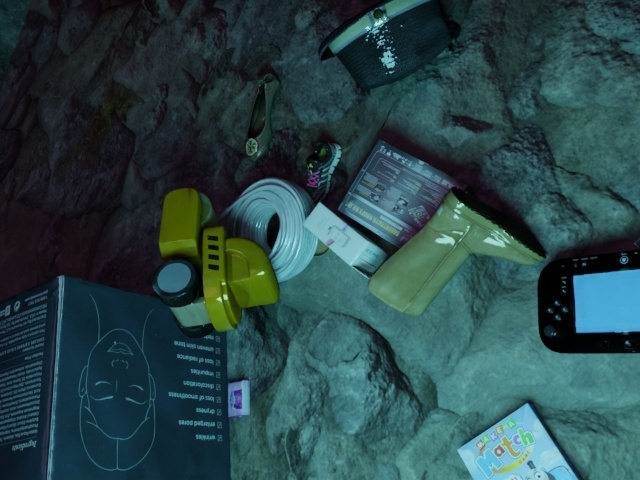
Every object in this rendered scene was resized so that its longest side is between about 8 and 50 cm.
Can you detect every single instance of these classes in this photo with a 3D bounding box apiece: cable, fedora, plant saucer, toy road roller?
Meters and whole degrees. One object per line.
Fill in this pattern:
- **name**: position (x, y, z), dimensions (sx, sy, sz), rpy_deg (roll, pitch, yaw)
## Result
- **cable**: position (-0.117, -0.021, 1.553), dimensions (0.257, 0.089, 0.257), rpy_deg (-42, 60, 28)
- **fedora**: position (0.167, -0.442, 1.453), dimensions (0.334, 0.334, 0.152), rpy_deg (-24, 97, 27)
- **plant saucer**: position (0.000, 0.000, 1.527), dimensions (0.083, 0.015, 0.083), rpy_deg (-12, 67, 32)
- **toy road roller**: position (-0.221, 0.045, 1.444), dimensions (0.240, 0.202, 0.329), rpy_deg (-9, 55, 2)

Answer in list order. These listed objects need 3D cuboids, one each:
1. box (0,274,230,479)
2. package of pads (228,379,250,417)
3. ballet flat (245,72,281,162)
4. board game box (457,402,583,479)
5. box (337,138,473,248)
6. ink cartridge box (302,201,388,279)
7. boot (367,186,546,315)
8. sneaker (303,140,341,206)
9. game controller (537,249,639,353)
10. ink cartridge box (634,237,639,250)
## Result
- **box**: position (-0.459, 0.380, 1.426), dimensions (0.297, 0.480, 0.472), rpy_deg (-21, 62, 30)
- **package of pads**: position (-0.190, 0.370, 1.522), dimensions (0.050, 0.032, 0.083), rpy_deg (-17, 65, 31)
- **ballet flat**: position (-0.161, -0.330, 1.728), dimensions (0.084, 0.058, 0.250), rpy_deg (5, 77, 37)
- **board game box**: position (0.356, 0.414, 1.117), dimensions (0.160, 0.039, 0.211), rpy_deg (-41, 54, 18)
- **box**: position (0.177, -0.084, 1.383), dimensions (0.231, 0.056, 0.183), rpy_deg (33, 95, 28)
- **ink cartridge box**: position (0.068, 0.009, 1.406), dimensions (0.198, 0.115, 0.067), rpy_deg (41, 97, 30)
- **boot**: position (0.261, 0.050, 1.268), dimensions (0.269, 0.236, 0.089), rpy_deg (-55, 5, 31)
- **sneaker**: position (-0.010, -0.164, 1.553), dimensions (0.063, 0.075, 0.170), rpy_deg (21, 87, 38)
- **game controller**: position (0.504, 0.100, 1.060), dimensions (0.319, 0.067, 0.166), rpy_deg (-11, 80, 46)
- **ink cartridge box**: position (0.689, -0.051, 1.029), dimensions (0.332, 0.065, 0.165), rpy_deg (-47, 53, 12)
